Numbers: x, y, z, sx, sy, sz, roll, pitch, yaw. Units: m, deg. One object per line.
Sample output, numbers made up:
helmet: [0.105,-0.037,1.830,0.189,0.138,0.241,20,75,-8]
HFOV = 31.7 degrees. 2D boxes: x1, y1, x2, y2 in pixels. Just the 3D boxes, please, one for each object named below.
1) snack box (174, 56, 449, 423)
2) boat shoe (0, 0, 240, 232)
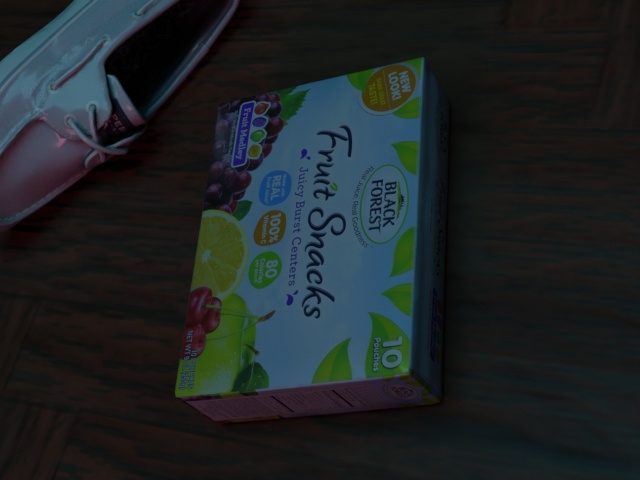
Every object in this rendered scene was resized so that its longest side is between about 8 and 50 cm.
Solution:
snack box: [0.000,0.000,0.461,0.100,0.037,0.141,-9,59,23]
boat shoe: [-0.109,-0.071,0.552,0.063,0.066,0.184,30,70,39]
